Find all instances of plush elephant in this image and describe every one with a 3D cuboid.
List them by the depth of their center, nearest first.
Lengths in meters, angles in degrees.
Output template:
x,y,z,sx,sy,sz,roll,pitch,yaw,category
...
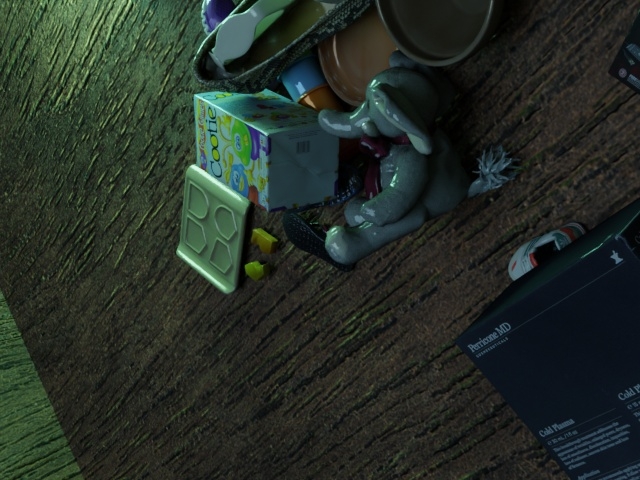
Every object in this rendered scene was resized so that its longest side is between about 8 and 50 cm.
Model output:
x,y,z,sx,sy,sz,roll,pitch,yaw,category
0.116,-0.152,1.601,0.330,0.272,0.255,-24,100,23,plush elephant

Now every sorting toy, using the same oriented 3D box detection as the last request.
x,y,z,sx,sy,sz,roll,pitch,yaw,category
-0.200,-0.004,2.200,0.307,0.041,0.229,35,124,36,sorting toy

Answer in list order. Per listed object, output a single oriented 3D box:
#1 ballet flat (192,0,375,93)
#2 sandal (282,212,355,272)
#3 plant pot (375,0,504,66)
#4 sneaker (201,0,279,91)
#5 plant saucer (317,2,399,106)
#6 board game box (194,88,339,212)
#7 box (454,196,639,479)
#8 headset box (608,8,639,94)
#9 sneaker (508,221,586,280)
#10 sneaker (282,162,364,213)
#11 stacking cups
x,y,z,sx,sy,sz,roll,pitch,yaw,category
-0.042,-0.391,1.666,0.482,0.182,0.164,-36,82,35,ballet flat
0.000,0.000,1.969,0.179,0.040,0.067,33,134,19,sandal
0.199,-0.385,1.524,0.237,0.109,0.237,21,119,44,plant pot
-0.141,-0.376,1.948,0.104,0.095,0.236,-25,89,44,sneaker
0.073,-0.331,1.749,0.200,0.037,0.200,22,121,43,plant saucer
-0.101,-0.168,1.804,0.275,0.144,0.142,33,129,51,board game box
0.418,0.146,1.367,0.312,0.179,0.343,50,138,2,box
0.509,-0.273,1.202,0.218,0.110,0.293,45,134,29,headset box
0.330,0.024,1.554,0.161,0.075,0.057,-36,76,49,sneaker
0.011,-0.102,1.869,0.221,0.087,0.083,-7,93,54,sneaker
-0.026,-0.287,1.853,0.096,0.096,0.316,-38,79,49,stacking cups
